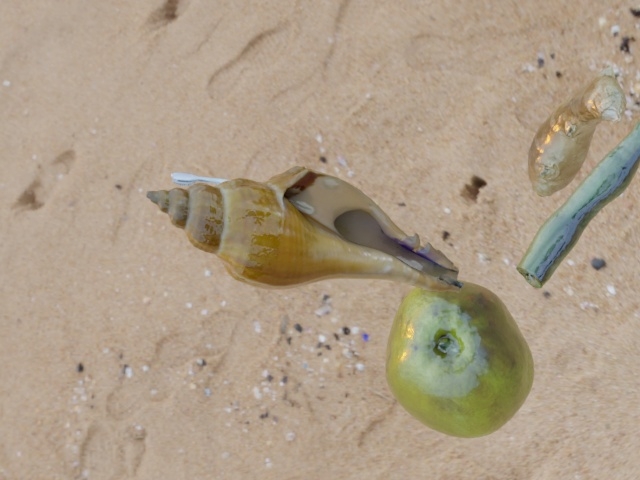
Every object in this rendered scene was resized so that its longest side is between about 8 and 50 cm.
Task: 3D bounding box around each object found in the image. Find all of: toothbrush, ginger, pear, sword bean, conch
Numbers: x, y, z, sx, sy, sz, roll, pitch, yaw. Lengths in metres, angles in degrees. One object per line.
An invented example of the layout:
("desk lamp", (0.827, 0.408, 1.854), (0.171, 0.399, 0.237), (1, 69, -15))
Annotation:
("toothbrush", (-0.133, -0.099, 1.357), (0.287, 0.026, 0.024), (5, 62, 8))
("ginger", (0.357, -0.149, 1.053), (0.086, 0.294, 0.131), (30, 81, 7))
("pear", (0.232, 0.201, 1.279), (0.268, 0.321, 0.269), (-6, 67, 16))
("sword bean", (0.296, -0.063, 0.751), (0.043, 0.038, 0.269), (42, 93, -8))
("conch", (-0.003, 0.001, 0.682), (0.093, 0.330, 0.110), (-18, 62, 50))
